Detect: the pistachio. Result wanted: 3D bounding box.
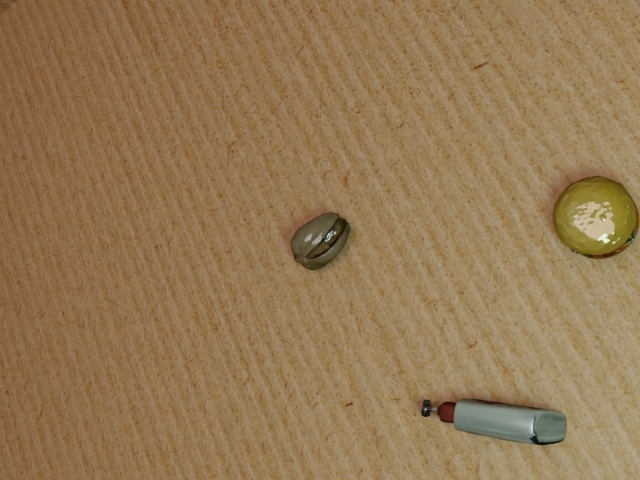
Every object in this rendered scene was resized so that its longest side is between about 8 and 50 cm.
[{"bbox_3d":[0.000,0.000,1.959,0.149,0.113,0.113,-38,62,1],"label":"pistachio"}]

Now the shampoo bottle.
[{"bbox_3d":[0.315,0.343,1.684,0.284,0.153,0.071,4,84,36],"label":"shampoo bottle"}]

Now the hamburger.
[{"bbox_3d":[0.527,-0.043,1.652,0.162,0.115,0.161,-6,76,26],"label":"hamburger"}]
